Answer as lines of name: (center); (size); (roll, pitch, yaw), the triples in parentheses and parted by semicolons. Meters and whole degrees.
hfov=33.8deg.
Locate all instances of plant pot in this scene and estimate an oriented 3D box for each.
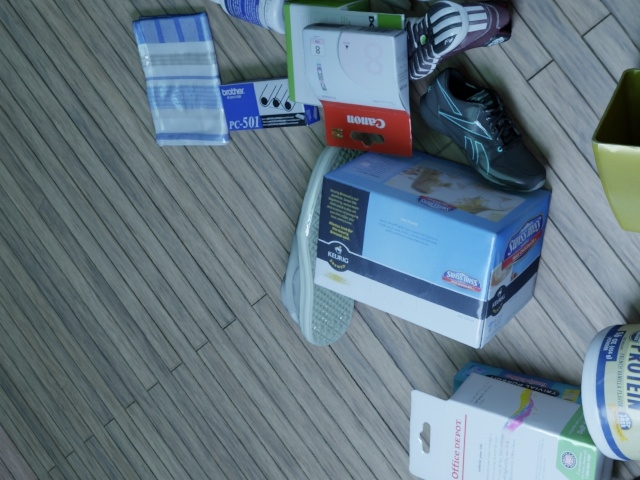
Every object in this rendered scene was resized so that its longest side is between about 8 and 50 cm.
plant pot: (0.540, -0.118, 1.584); (0.212, 0.212, 0.187); (9, 133, 26)

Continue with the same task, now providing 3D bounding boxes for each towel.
towel: (-0.295, -0.335, 2.226); (0.209, 0.034, 0.284); (5, 113, 35)

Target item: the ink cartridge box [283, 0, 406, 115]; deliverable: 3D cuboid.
ink cartridge box: (0.065, -0.337, 1.909); (0.255, 0.097, 0.188); (13, 118, 32)

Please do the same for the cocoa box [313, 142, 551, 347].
cocoa box: (0.195, -0.004, 1.877); (0.347, 0.231, 0.227); (21, 121, 29)

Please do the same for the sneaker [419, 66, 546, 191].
sneaker: (0.283, -0.189, 1.804); (0.267, 0.101, 0.106); (41, 141, 14)

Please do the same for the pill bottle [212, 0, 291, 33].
pill bottle: (-0.126, -0.467, 1.983); (0.187, 0.112, 0.112); (24, 123, 26)

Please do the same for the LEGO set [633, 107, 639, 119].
LEGO set: (0.501, -0.218, 1.685); (0.054, 0.023, 0.083); (19, 121, 30)

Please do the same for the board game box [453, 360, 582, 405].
board game box: (0.388, 0.422, 2.033); (0.254, 0.079, 0.336); (10, 116, 33)

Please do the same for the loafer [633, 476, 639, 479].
loafer: (0.628, 0.454, 1.854); (0.095, 0.109, 0.302); (51, 128, 1)

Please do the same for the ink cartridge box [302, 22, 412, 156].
ink cartridge box: (0.066, -0.259, 1.847); (0.189, 0.066, 0.232); (11, 115, 32)

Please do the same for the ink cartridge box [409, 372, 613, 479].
ink cartridge box: (0.342, 0.375, 1.912); (0.354, 0.119, 0.207); (15, 119, 29)

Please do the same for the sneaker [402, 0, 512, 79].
sneaker: (0.234, -0.342, 1.782); (0.281, 0.163, 0.106); (-177, 77, -74)

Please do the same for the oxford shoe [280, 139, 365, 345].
oxford shoe: (0.000, 0.000, 2.088); (0.130, 0.169, 0.449); (39, 133, 44)

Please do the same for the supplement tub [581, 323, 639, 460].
supplement tub: (0.606, 0.242, 1.685); (0.316, 0.228, 0.228); (-7, 106, 39)

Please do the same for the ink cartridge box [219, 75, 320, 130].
ink cartridge box: (-0.103, -0.274, 2.100); (0.207, 0.046, 0.097); (2, 110, 37)

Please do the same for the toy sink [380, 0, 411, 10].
toy sink: (0.073, -0.504, 1.780); (0.153, 0.234, 0.131); (30, 96, 32)
